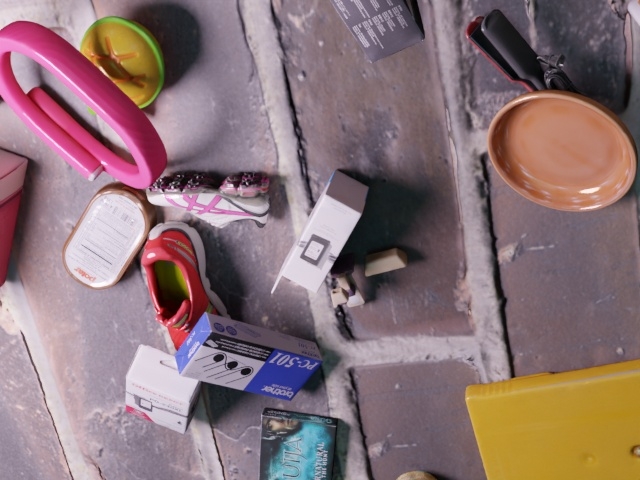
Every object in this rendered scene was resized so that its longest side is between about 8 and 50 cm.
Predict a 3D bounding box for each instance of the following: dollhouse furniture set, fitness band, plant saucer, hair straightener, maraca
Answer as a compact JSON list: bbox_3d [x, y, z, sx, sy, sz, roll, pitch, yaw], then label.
[{"bbox_3d":[0.081,0.071,1.436,0.114,0.091,0.081,-15,125,13],"label":"dollhouse furniture set"},{"bbox_3d":[-0.340,-0.179,1.346,0.291,0.054,0.209,42,153,-10],"label":"fitness band"},{"bbox_3d":[0.321,-0.122,1.284,0.200,0.037,0.200,19,142,16],"label":"plant saucer"},{"bbox_3d":[0.289,-0.208,1.262,0.047,0.089,0.230,-46,102,-16],"label":"hair straightener"},{"bbox_3d":[-0.282,-0.231,1.354,0.127,0.099,0.186,33,135,1],"label":"maraca"}]

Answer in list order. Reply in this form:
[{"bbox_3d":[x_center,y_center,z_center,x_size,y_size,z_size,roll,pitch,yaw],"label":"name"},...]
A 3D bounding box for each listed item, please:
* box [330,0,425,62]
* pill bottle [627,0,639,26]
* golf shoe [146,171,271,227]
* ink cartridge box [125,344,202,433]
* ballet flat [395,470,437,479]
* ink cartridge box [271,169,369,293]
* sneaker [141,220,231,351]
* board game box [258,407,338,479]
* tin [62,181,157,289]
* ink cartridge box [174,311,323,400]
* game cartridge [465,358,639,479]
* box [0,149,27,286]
[{"bbox_3d":[0.008,-0.387,1.082,0.076,0.242,0.307,-22,139,18],"label":"box"},{"bbox_3d":[0.492,-0.305,1.163,0.216,0.121,0.121,-37,103,23],"label":"pill bottle"},{"bbox_3d":[-0.166,-0.054,1.425,0.186,0.067,0.086,2,116,9],"label":"golf shoe"},{"bbox_3d":[-0.248,0.237,1.535,0.109,0.063,0.150,22,149,2],"label":"ink cartridge box"},{"bbox_3d":[0.196,0.544,1.599,0.123,0.123,0.349,-15,110,16],"label":"ballet flat"},{"bbox_3d":[0.000,0.000,1.399,0.060,0.104,0.180,27,116,-4],"label":"ink cartridge box"},{"bbox_3d":[-0.212,0.111,1.476,0.107,0.118,0.279,-12,114,15],"label":"sneaker"},{"bbox_3d":[-0.040,0.369,1.613,0.126,0.026,0.186,7,115,7],"label":"board game box"},{"bbox_3d":[-0.328,-0.005,1.495,0.106,0.040,0.190,35,115,-2],"label":"tin"},{"bbox_3d":[-0.107,0.180,1.476,0.207,0.046,0.097,19,120,-34],"label":"ink cartridge box"},{"bbox_3d":[0.414,0.325,1.502,0.323,0.053,0.285,-11,111,17],"label":"game cartridge"},{"bbox_3d":[-0.556,-0.028,1.475,0.148,0.127,0.232,19,116,2],"label":"box"}]
